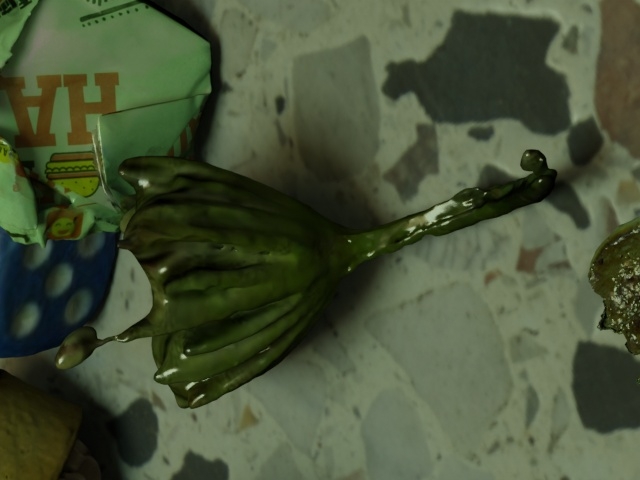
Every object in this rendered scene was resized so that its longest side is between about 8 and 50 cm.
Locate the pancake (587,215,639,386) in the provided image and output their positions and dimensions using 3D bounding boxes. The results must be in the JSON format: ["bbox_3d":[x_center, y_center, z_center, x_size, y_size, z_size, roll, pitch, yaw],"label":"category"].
[{"bbox_3d":[0.231,0.042,1.260,0.129,0.022,0.116,55,128,15],"label":"pancake"}]

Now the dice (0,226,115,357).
[{"bbox_3d":[-0.266,0.005,1.613,0.146,0.143,0.146,27,115,35],"label":"dice"}]

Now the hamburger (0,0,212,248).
[{"bbox_3d":[-0.182,-0.087,1.506,0.125,0.235,0.214,1,63,54],"label":"hamburger"}]

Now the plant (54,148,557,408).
[{"bbox_3d":[0.007,0.034,1.384,0.333,0.251,0.180,1,86,12],"label":"plant"}]

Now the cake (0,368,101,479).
[{"bbox_3d":[-0.250,0.215,1.636,0.185,0.178,0.208,-43,30,52],"label":"cake"}]
